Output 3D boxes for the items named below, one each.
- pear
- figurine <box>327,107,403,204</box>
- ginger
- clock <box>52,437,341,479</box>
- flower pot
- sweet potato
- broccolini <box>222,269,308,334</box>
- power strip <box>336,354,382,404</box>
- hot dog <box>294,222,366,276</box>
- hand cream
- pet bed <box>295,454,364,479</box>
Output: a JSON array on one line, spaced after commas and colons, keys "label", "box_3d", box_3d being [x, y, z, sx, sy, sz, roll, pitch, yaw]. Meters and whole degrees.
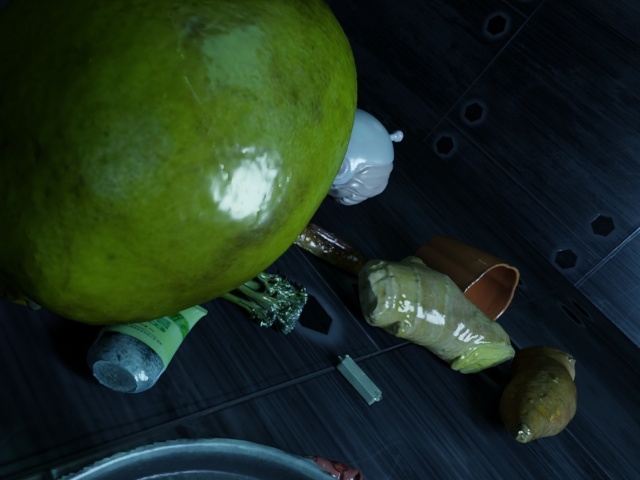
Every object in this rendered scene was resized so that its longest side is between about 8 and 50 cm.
[{"label": "pear", "box_3d": [-0.153, -0.109, 0.542, 0.352, 0.352, 0.413, 39, 62, -2]}, {"label": "figurine", "box_3d": [0.008, -0.213, 1.217, 0.361, 0.211, 0.253, 24, 27, -30]}, {"label": "ginger", "box_3d": [0.209, 0.138, 0.989, 0.354, 0.126, 0.190, 37, 36, -16]}, {"label": "clock", "box_3d": [-0.050, 0.300, 0.292, 0.386, 0.076, 0.386, 26, 34, -19]}, {"label": "flower pot", "box_3d": [0.290, 0.082, 1.168, 0.191, 0.190, 0.173, 16, 22, -44]}, {"label": "sweet potato", "box_3d": [0.394, 0.292, 0.996, 0.131, 0.131, 0.337, 44, 24, 11]}, {"label": "broccolini", "box_3d": [-0.190, 0.000, 0.732, 0.392, 0.074, 0.078, 35, 64, -9]}, {"label": "power strip", "box_3d": [0.054, 0.196, 0.784, 0.083, 0.017, 0.027, 46, 23, 14]}, {"label": "hot dog", "box_3d": [0.000, 0.000, 1.027, 0.216, 0.047, 0.066, 30, 22, -22]}, {"label": "hand cream", "box_3d": [-0.181, 0.092, 0.580, 0.095, 0.046, 0.175, 30, 22, -8]}, {"label": "pet bed", "box_3d": [-0.004, 0.282, 0.494, 0.201, 0.053, 0.201, 28, 30, -18]}]
